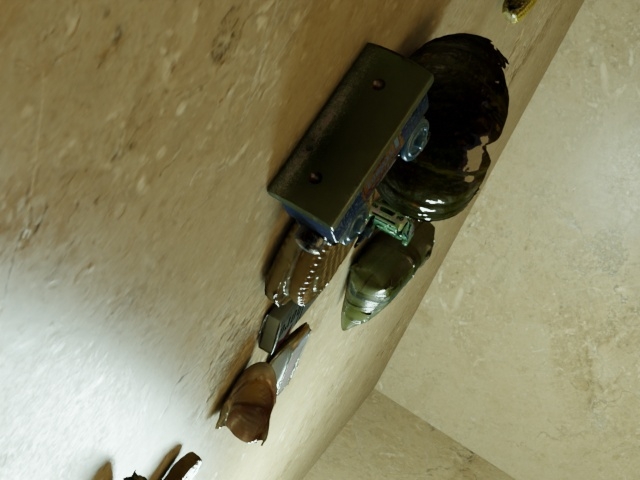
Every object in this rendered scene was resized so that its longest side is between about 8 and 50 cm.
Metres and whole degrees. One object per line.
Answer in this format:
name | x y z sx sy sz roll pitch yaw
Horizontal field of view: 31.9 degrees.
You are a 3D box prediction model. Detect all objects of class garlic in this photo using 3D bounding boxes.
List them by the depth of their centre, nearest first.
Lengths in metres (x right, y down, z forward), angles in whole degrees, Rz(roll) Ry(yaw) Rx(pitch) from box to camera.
garlic | -0.126 0.302 2.067 0.124 0.099 0.174 -69 -177 -59

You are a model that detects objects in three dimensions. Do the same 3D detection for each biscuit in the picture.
biscuit | 0.000 0.000 1.830 0.259 0.079 0.259 -57 170 -16
biscuit | -0.308 0.506 1.941 0.320 0.047 0.183 -58 171 -4

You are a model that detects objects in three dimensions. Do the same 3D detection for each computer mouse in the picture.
computer mouse | -0.071 0.239 2.250 0.102 0.045 0.199 -49 165 -42

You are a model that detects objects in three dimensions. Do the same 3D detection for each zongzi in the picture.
zongzi | 0.149 0.075 2.572 0.251 0.125 0.274 -44 166 -29

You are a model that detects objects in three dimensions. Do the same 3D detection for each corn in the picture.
corn | 0.446 -0.544 2.341 0.203 0.072 0.072 -55 169 -11

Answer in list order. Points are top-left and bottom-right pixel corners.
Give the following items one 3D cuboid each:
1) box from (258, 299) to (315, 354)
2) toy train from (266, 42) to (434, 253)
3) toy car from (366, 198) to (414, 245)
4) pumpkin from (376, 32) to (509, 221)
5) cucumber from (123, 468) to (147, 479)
box | -0.047 0.114 2.042 0.177 0.036 0.115 -50 166 -38
toy train | 0.049 -0.125 1.612 0.300 0.131 0.202 -57 162 -11
toy car | 0.151 -0.047 2.338 0.076 0.090 0.224 -61 169 -2
pumpkin | 0.198 -0.179 1.857 0.320 0.192 0.320 17 90 -87
cucumber | -0.319 0.458 1.694 0.265 0.077 0.077 -61 169 12
